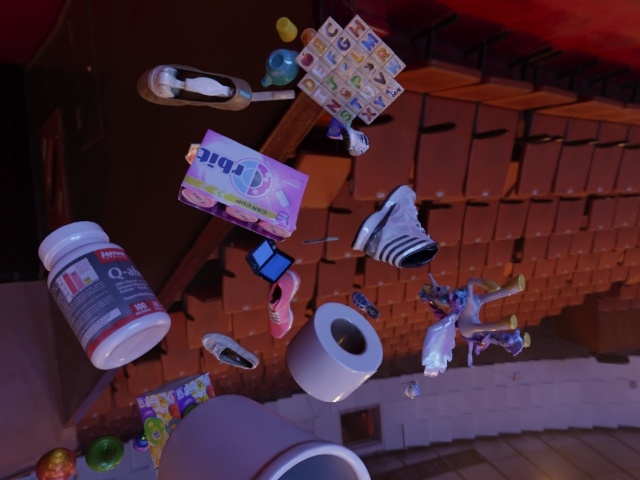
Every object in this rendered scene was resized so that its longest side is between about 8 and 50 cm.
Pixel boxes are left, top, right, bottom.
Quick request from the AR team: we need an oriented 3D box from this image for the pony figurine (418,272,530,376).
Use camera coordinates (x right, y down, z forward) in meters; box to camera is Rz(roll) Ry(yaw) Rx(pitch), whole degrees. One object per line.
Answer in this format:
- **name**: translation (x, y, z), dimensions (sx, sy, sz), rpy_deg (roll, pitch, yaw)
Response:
- **pony figurine**: translation (0.500, 0.278, 1.444), dimensions (0.302, 0.352, 0.363), rpy_deg (1, 173, -41)

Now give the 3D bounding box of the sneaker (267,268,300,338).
- **sneaker**: translation (-0.183, 0.272, 1.779), dimensions (0.115, 0.314, 0.136), rpy_deg (19, -163, 26)

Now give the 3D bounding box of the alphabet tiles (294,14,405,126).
- **alphabet tiles**: translation (0.098, -0.539, 1.393), dimensions (0.342, 0.011, 0.285), rpy_deg (33, 125, -27)

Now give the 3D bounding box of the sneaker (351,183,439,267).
- **sneaker**: translation (0.311, -0.031, 1.536), dimensions (0.257, 0.169, 0.447), rpy_deg (31, -140, 13)

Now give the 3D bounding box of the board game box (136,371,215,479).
- **board game box**: translation (-0.356, 0.519, 1.140), dimensions (0.142, 0.276, 0.144), rpy_deg (-18, 176, 24)

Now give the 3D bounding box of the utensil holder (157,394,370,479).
- **utensil holder**: translation (-0.134, 0.537, 0.913), dimensions (0.327, 0.328, 0.385), rpy_deg (-7, -176, -38)

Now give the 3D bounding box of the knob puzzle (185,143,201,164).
- **knob puzzle**: translation (-0.529, -0.380, 1.981), dimensions (0.213, 0.030, 0.213), rpy_deg (-15, 161, -5)

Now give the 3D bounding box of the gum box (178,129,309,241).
- **gum box**: translation (-0.117, -0.083, 0.691), dimensions (0.188, 0.107, 0.062), rpy_deg (23, 156, -13)

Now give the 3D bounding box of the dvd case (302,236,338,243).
- **dvd case**: translation (0.000, 0.000, 1.733), dimensions (0.119, 0.013, 0.087), rpy_deg (-7, 179, 31)

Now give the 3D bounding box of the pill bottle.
- **pill bottle**: translation (-0.581, 0.137, 1.136), dimensions (0.210, 0.363, 0.210), rpy_deg (-37, 164, -12)

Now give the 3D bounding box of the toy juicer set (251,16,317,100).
- **toy juicer set**: translation (-0.111, -0.615, 1.533), dimensions (0.209, 0.329, 0.089), rpy_deg (24, -178, 18)

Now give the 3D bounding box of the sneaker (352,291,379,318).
- **sneaker**: translation (0.177, 0.257, 1.683), dimensions (0.052, 0.135, 0.058), rpy_deg (-45, 166, 3)

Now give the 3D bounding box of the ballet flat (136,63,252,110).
- **ballet flat**: translation (-0.363, -0.424, 1.175), dimensions (0.342, 0.116, 0.124), rpy_deg (11, -171, 3)

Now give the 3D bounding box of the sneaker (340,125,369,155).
- **sneaker**: translation (0.122, -0.347, 1.466), dimensions (0.086, 0.085, 0.237), rpy_deg (-18, 179, 11)

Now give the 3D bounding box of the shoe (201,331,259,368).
- **shoe**: translation (-0.315, 0.382, 1.472), dimensions (0.218, 0.077, 0.058), rpy_deg (25, -170, 1)

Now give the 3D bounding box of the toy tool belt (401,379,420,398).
- **toy tool belt**: translation (0.280, 0.448, 1.283), dimensions (0.051, 0.052, 0.083), rpy_deg (-28, 136, 12)

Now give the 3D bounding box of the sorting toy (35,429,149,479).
- **sorting toy**: translation (-0.770, 0.721, 1.482), dimensions (0.365, 0.127, 0.126), rpy_deg (-1, 136, -35)

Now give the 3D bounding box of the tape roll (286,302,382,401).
- **tape roll**: translation (0.041, 0.334, 1.288), dimensions (0.246, 0.246, 0.169), rpy_deg (-8, 143, -51)

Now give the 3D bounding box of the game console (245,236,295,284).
- **game console**: translation (-0.155, 0.057, 1.334), dimensions (0.071, 0.107, 0.122), rpy_deg (4, -139, 41)

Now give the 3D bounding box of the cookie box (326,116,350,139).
- **cookie box**: translation (0.084, -0.505, 1.888), dimensions (0.040, 0.107, 0.091), rpy_deg (18, 180, -45)
